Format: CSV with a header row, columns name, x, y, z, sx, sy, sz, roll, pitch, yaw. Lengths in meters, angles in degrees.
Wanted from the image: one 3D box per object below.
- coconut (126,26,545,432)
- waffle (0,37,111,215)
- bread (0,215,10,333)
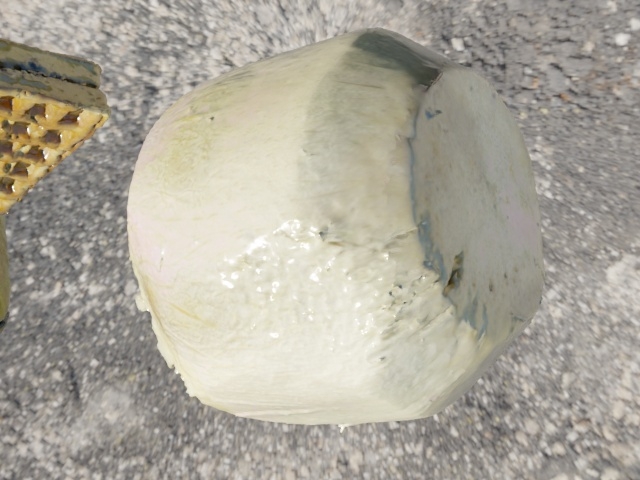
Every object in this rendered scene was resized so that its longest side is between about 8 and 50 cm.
name,x,y,z,sx,sy,sz,roll,pitch,yaw
coconut,-0.001,0.001,0.566,0.230,0.227,0.227,-13,101,36
waffle,-0.444,-0.142,1.251,0.308,0.213,0.091,-34,61,38
bread,-0.596,0.012,1.462,0.251,0.376,0.208,18,123,-32
